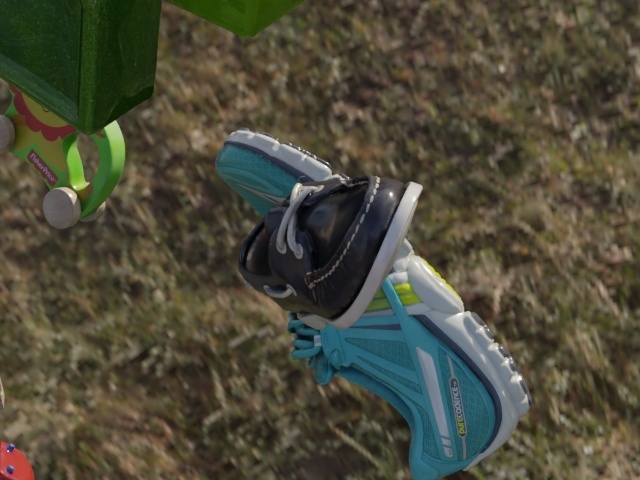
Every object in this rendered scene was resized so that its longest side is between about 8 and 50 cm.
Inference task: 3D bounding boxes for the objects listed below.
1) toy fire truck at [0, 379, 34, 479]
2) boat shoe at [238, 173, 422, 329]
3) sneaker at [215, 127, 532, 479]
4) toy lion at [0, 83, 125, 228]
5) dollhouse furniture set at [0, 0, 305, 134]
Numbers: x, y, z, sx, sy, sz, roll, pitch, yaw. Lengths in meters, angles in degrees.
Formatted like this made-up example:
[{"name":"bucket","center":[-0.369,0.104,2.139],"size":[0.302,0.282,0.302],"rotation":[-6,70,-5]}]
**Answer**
[{"name":"toy fire truck","center":[-0.272,0.123,1.192],"size":[0.135,0.192,0.047],"rotation":[-49,24,17]},{"name":"boat shoe","center":[0.000,0.000,0.519],"size":[0.038,0.125,0.046],"rotation":[29,81,-6]},{"name":"sneaker","center":[0.020,0.039,1.103],"size":[0.110,0.107,0.275],"rotation":[-40,84,-6]},{"name":"toy lion","center":[-0.149,-0.072,0.970],"size":[0.100,0.034,0.096],"rotation":[48,120,15]},{"name":"dollhouse furniture set","center":[-0.077,-0.227,0.703],"size":[0.151,0.301,0.197],"rotation":[36,52,20]}]
